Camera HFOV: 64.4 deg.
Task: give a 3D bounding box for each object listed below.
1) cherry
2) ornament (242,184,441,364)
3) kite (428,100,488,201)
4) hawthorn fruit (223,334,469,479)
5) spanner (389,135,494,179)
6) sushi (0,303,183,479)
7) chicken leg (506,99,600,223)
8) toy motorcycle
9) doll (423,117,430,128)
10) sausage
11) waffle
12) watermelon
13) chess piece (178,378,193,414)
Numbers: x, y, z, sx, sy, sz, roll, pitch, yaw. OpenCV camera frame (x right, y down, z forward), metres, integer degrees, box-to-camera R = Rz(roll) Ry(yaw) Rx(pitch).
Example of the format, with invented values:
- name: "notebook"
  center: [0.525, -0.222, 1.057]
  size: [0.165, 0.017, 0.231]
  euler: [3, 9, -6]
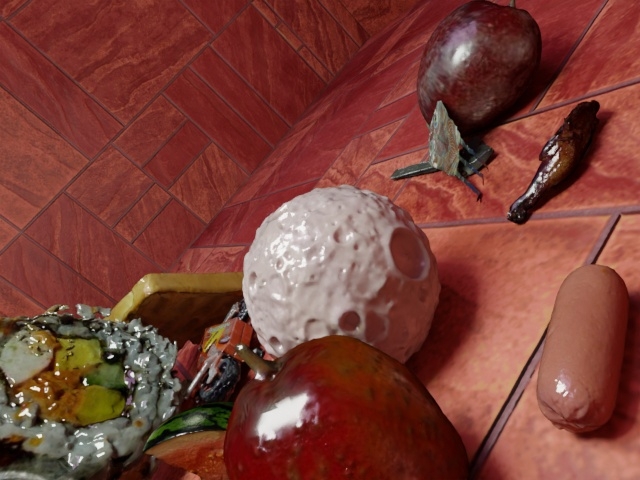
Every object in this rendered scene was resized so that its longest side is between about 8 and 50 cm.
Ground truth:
- name: "cherry"
  center: [0.291, -0.322, 0.961]
  size: [0.230, 0.203, 0.300]
  euler: [-100, 33, -61]
- name: "ornament"
  center: [0.032, 0.055, 0.654]
  size: [0.225, 0.259, 0.259]
  euler: [-31, 24, 44]
- name: "kite"
  center: [0.232, -0.143, 0.872]
  size: [0.016, 0.127, 0.229]
  euler: [-8, 39, -7]
- name: "hawthorn fruit"
  center: [0.011, 0.186, 0.473]
  size: [0.215, 0.249, 0.215]
  euler: [-38, -6, -5]
- name: "spanner"
  center: [0.231, -0.149, 1.012]
  size: [0.093, 0.026, 0.325]
  euler: [-53, 17, -15]
- name: "sushi"
  center: [-0.449, 0.288, 0.907]
  size: [0.176, 0.418, 0.417]
  euler: [-59, 7, 38]
- name: "chicken leg"
  center: [0.320, -0.112, 0.688]
  size: [0.205, 0.053, 0.093]
  euler: [-46, -7, -21]
- name: "toy motorcycle"
  center: [-0.201, 0.240, 1.060]
  size: [0.171, 0.089, 0.298]
  euler: [-41, 19, 22]
- name: "doll"
  center: [0.279, -0.311, 1.176]
  size: [0.115, 0.077, 0.150]
  euler: [-52, 27, 19]
- name: "sausage"
  center: [0.228, 0.091, 0.440]
  size: [0.062, 0.062, 0.154]
  euler: [-24, 29, 51]
- name: "waffle"
  center: [-0.342, 0.177, 1.215]
  size: [0.304, 0.077, 0.348]
  euler: [-43, -25, 27]
- name: "watermelon"
  center: [-0.178, 0.299, 0.797]
  size: [0.193, 0.145, 0.137]
  euler: [-18, 38, 56]
- name: "chess piece"
  center: [-0.311, 0.356, 1.149]
  size: [0.084, 0.038, 0.083]
  euler: [-41, 21, 20]
